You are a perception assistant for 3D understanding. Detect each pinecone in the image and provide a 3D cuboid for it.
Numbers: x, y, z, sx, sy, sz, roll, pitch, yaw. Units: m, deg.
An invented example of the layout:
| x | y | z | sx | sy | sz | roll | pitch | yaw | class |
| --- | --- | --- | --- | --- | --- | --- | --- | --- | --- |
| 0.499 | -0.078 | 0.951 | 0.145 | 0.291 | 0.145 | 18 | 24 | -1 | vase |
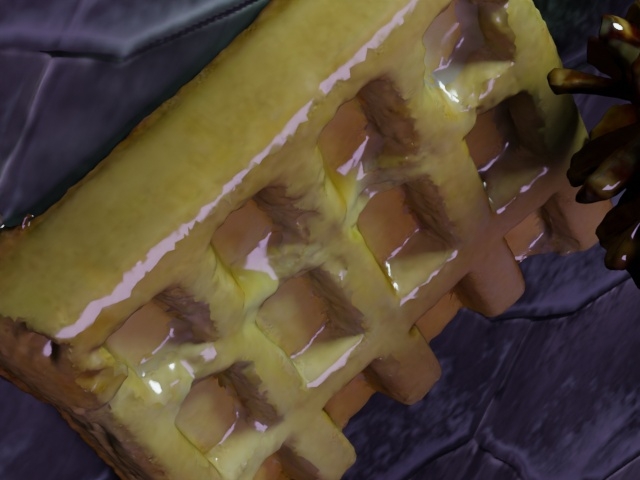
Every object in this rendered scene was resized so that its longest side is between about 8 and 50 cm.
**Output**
| x | y | z | sx | sy | sz | roll | pitch | yaw | class |
| --- | --- | --- | --- | --- | --- | --- | --- | --- | --- |
| 0.227 | -0.069 | 1.023 | 0.229 | 0.201 | 0.202 | -46 | 172 | -19 | pinecone |

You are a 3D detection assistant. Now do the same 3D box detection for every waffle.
| x | y | z | sx | sy | sz | roll | pitch | yaw | class |
| --- | --- | --- | --- | --- | --- | --- | --- | --- | --- |
| 0.000 | -0.001 | 1.054 | 0.348 | 0.077 | 0.304 | -44 | 145 | -10 | waffle |
